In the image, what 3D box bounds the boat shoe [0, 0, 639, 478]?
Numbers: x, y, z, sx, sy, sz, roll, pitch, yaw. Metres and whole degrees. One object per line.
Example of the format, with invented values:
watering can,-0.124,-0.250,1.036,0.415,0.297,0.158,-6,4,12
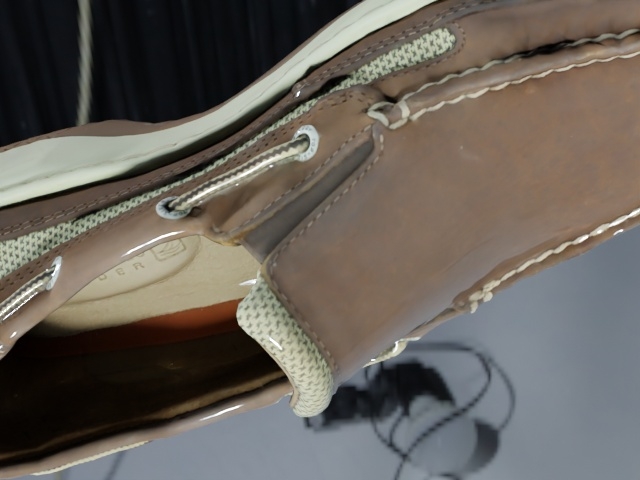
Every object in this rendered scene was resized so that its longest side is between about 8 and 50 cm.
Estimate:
boat shoe,0.004,0.005,0.419,0.257,0.095,0.095,-21,40,20
